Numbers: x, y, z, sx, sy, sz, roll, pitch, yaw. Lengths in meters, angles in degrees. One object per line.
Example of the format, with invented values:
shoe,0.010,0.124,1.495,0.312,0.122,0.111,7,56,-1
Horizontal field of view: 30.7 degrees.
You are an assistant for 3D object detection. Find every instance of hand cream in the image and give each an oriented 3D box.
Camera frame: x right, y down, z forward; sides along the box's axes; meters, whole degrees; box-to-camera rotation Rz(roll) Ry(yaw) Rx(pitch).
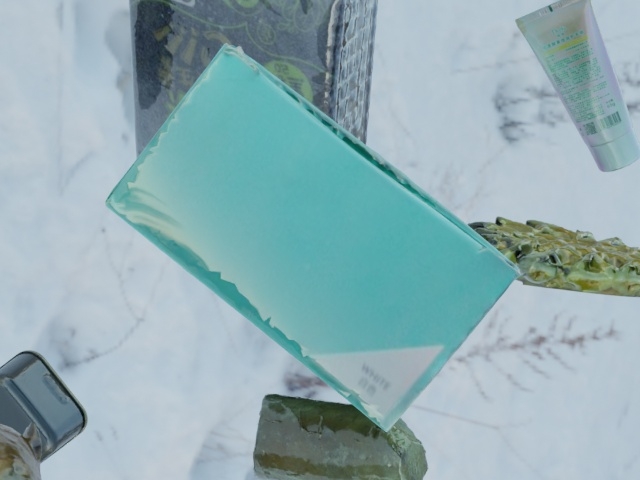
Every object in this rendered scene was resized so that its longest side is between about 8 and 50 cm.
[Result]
hand cream,0.260,-0.152,1.137,0.174,0.076,0.047,61,32,-15

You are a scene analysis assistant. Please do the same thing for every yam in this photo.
yam,0.011,0.145,0.825,0.070,0.146,0.069,-8,99,-62

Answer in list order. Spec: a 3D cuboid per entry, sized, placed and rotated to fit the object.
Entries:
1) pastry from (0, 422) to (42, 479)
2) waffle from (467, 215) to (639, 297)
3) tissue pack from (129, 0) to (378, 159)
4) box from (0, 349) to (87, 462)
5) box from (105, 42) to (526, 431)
pastry,-0.277,0.266,0.980,0.100,0.229,0.218,-5,91,-13
waffle,0.254,0.022,1.209,0.223,0.204,0.054,6,102,-15
tissue pack,-0.085,-0.199,1.343,0.124,0.288,0.394,-43,147,-44
box,-0.440,0.263,1.617,0.144,0.201,0.090,53,22,-3
box,0.000,0.000,0.754,0.118,0.205,0.311,-54,178,1
